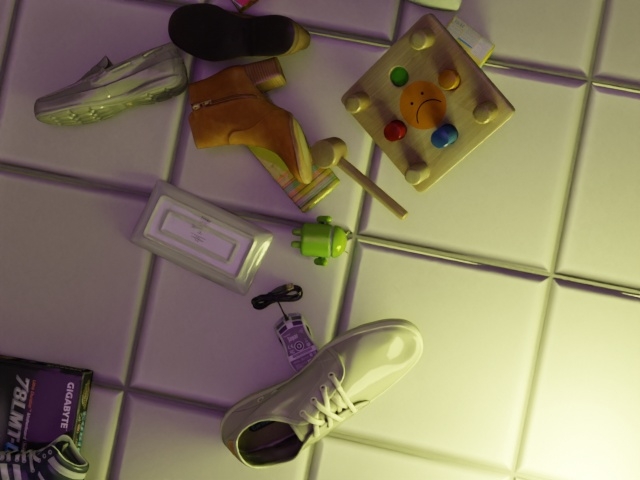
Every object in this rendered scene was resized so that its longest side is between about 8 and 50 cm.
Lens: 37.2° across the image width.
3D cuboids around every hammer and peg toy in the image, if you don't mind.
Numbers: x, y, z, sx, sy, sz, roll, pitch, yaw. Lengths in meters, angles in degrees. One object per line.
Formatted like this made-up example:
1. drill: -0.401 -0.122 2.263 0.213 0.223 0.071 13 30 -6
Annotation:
1. hammer and peg toy: 0.172 -0.224 1.857 0.266 0.127 0.361 49 119 4

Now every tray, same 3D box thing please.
1. tray: -0.246 -0.007 1.944 0.270 0.030 0.145 25 89 5

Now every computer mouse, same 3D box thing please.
1. computer mouse: -0.057 0.185 1.916 0.106 0.042 0.193 -23 80 -1

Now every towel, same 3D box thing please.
1. towel: -0.071 -0.175 1.945 0.102 0.021 0.237 -40 84 -4

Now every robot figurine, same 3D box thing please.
1. robot figurine: 0.000 0.000 1.905 0.115 0.067 0.101 4 89 5

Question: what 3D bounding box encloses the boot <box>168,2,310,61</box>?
1. boot: -0.165 -0.415 1.931 0.305 0.115 0.112 11 102 23

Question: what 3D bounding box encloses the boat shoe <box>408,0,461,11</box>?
1. boat shoe: 0.154 -0.557 1.904 0.301 0.108 0.102 25 85 8

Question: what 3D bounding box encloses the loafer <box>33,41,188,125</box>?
1. loafer: -0.430 -0.317 1.939 0.319 0.112 0.112 -16 81 -4

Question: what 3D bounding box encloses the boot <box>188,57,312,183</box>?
1. boot: -0.146 -0.213 1.892 0.211 0.104 0.295 -20 70 8

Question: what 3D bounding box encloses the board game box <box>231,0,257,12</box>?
1. board game box: -0.097 -0.595 1.959 0.259 0.039 0.124 -36 86 -1

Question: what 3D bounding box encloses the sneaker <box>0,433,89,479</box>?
1. sneaker: -0.586 0.430 1.846 0.282 0.099 0.153 25 95 -2

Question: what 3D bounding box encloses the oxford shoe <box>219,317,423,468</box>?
1. oxford shoe: 0.008 0.306 1.836 0.449 0.130 0.169 -31 116 5

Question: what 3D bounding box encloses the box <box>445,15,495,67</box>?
1. box: 0.255 -0.347 1.913 0.105 0.043 0.179 38 89 5

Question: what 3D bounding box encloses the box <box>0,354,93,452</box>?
1. box: -0.633 0.387 1.938 0.293 0.073 0.296 9 89 6
